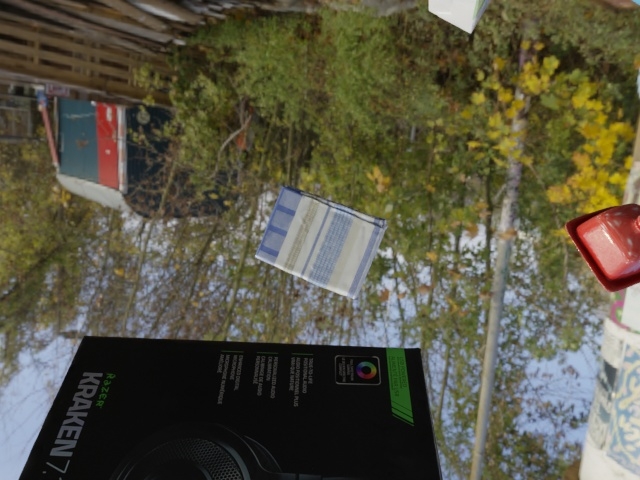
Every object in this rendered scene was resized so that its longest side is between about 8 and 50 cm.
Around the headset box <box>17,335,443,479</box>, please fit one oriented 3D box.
[{"bbox_3d":[-0.045,0.203,0.367,0.282,0.131,0.247,3,-140,-1],"label":"headset box"}]

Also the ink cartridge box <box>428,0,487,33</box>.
[{"bbox_3d":[0.364,-0.641,1.126,0.119,0.354,0.207,32,-172,9],"label":"ink cartridge box"}]

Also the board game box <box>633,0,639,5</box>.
[{"bbox_3d":[0.533,-0.420,0.748,0.253,0.079,0.336,-28,-124,-4],"label":"board game box"}]

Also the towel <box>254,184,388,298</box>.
[{"bbox_3d":[0.000,0.000,1.343,0.284,0.210,0.034,21,179,13],"label":"towel"}]

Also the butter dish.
[{"bbox_3d":[0.573,-0.008,1.016,0.160,0.160,0.118,-16,155,-17],"label":"butter dish"}]
